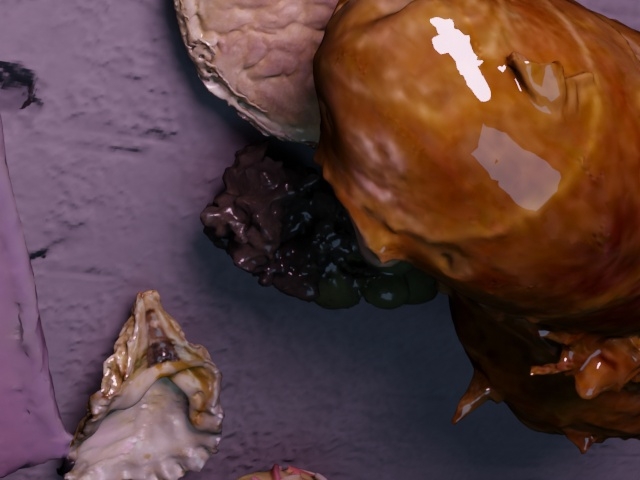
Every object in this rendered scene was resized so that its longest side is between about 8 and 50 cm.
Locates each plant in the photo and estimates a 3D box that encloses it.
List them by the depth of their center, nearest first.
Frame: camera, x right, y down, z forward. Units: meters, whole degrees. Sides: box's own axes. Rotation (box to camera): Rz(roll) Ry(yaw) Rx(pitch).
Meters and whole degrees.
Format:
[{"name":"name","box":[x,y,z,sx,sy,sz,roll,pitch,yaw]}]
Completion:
[{"name":"plant","box":[0.000,0.000,0.934,0.087,0.085,0.174,-29,148,32]}]

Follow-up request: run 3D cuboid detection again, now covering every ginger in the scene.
[{"name":"ginger","box":[0.123,-0.003,0.867,0.418,0.176,0.254,17,112,-53]}]

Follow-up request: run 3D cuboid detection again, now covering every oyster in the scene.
[{"name":"oyster","box":[-0.108,0.105,0.982,0.122,0.045,0.146,-38,144,1]}]

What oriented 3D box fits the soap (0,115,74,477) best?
[{"name":"soap","box":[-0.280,0.025,0.770,0.296,0.107,0.285,-16,135,-17]}]

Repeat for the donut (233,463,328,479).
[{"name":"donut","box":[-0.047,0.217,1.085,0.175,0.068,0.174,-29,139,-28]}]

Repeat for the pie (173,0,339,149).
[{"name":"pie","box":[0.015,-0.136,0.833,0.185,0.052,0.218,-10,135,-25]}]
